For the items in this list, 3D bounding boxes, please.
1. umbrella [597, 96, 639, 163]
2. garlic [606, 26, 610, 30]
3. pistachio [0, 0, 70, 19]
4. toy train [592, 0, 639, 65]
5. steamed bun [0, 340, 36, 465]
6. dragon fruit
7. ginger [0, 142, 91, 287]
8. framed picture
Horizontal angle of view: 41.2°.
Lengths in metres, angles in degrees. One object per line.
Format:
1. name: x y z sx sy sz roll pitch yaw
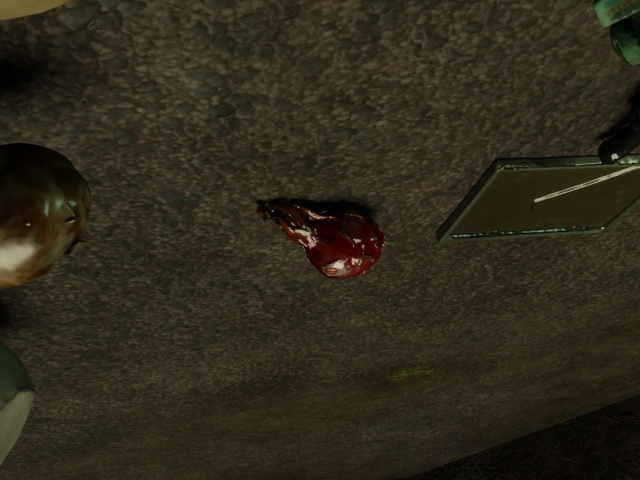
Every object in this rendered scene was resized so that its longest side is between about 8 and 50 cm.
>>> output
1. umbrella: 0.389 -0.159 0.953 0.070 0.071 0.248 -5 162 -15
2. garlic: 0.363 -0.202 0.774 0.195 0.101 0.087 -11 129 -22
3. pistachio: -0.232 -0.197 0.490 0.215 0.144 0.144 -3 156 -35
4. toy train: 0.328 -0.240 0.603 0.298 0.194 0.120 -23 -163 40
5. steamed bun: -0.561 0.220 1.118 0.309 0.309 0.309 -10 156 -4
6. dragon fruit: 0.000 0.000 1.085 0.190 0.094 0.094 12 147 -33
7. ginger: -0.352 -0.093 0.612 0.256 0.176 0.375 3 152 25
8. framed picture: 0.330 -0.057 1.190 0.289 0.016 0.213 -4 155 -17
